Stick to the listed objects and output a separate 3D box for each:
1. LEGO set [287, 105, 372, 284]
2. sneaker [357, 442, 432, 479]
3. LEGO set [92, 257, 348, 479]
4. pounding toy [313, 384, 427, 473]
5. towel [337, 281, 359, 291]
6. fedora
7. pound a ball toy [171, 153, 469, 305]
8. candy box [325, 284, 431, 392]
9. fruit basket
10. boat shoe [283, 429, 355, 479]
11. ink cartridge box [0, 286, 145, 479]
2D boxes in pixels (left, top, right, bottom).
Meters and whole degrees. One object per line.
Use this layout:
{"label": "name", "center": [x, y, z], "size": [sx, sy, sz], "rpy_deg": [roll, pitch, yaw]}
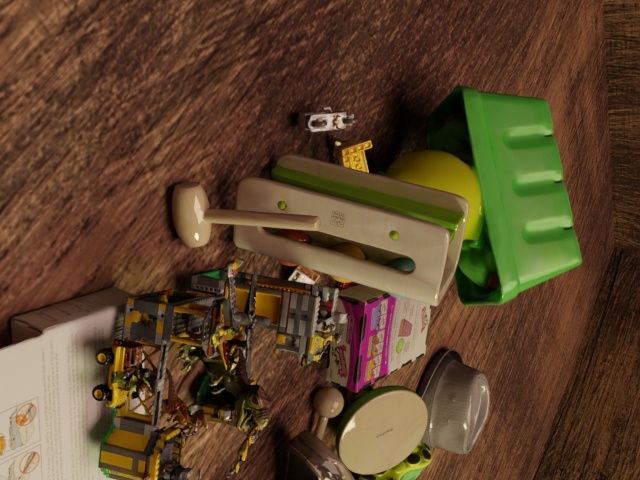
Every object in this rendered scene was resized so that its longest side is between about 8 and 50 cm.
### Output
{"label": "LEGO set", "center": [0.010, -0.057, 1.038], "size": [0.132, 0.107, 0.287], "rpy_deg": [1, 108, -22]}
{"label": "sneaker", "center": [0.131, 0.492, 1.409], "size": [0.295, 0.109, 0.123], "rpy_deg": [-26, 145, -53]}
{"label": "LEGO set", "center": [-0.084, 0.152, 0.783], "size": [0.331, 0.192, 0.255], "rpy_deg": [21, 78, -74]}
{"label": "pounding toy", "center": [0.069, 0.323, 1.256], "size": [0.236, 0.110, 0.183], "rpy_deg": [4, 111, -28]}
{"label": "towel", "center": [0.097, 0.051, 1.240], "size": [0.199, 0.031, 0.275], "rpy_deg": [10, 93, -57]}
{"label": "fedora", "center": [0.316, 0.400, 1.613], "size": [0.243, 0.124, 0.275], "rpy_deg": [23, 82, -57]}
{"label": "pound a ball toy", "center": [0.000, 0.000, 0.853], "size": [0.208, 0.319, 0.136], "rpy_deg": [-44, 145, -59]}
{"label": "candy box", "center": [0.108, 0.150, 1.206], "size": [0.233, 0.071, 0.159], "rpy_deg": [-12, 111, -51]}
{"label": "fruit basket", "center": [0.227, -0.064, 1.183], "size": [0.283, 0.392, 0.392], "rpy_deg": [132, -23, -82]}
{"label": "boat shoe", "center": [-0.012, 0.461, 1.119], "size": [0.130, 0.132, 0.355], "rpy_deg": [-33, 131, -31]}
{"label": "ink cartridge box", "center": [-0.283, 0.208, 0.689], "size": [0.239, 0.060, 0.275], "rpy_deg": [-18, 116, -53]}
